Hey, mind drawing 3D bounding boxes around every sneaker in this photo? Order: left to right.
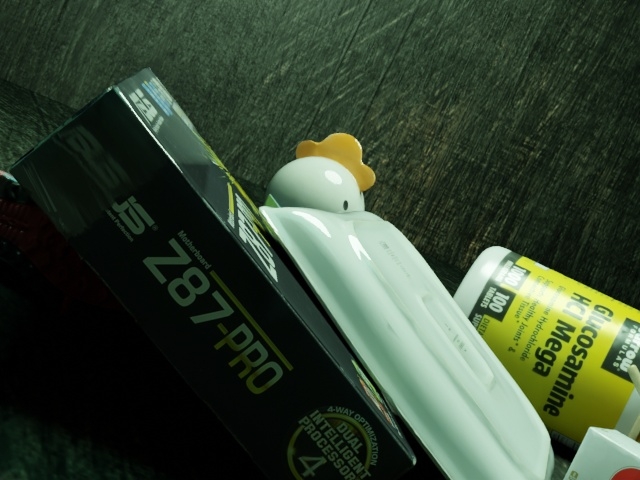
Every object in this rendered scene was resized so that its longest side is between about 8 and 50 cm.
[{"bbox_3d":[-0.241,-0.006,1.022,0.261,0.104,0.125,27,4,13],"label":"sneaker"}]

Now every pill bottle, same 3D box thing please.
[{"bbox_3d":[0.317,0.155,1.344,0.333,0.188,0.188,26,7,17],"label":"pill bottle"}]

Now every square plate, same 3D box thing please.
[{"bbox_3d":[0.103,0.100,0.981,0.344,0.049,0.347,54,11,7],"label":"square plate"}]

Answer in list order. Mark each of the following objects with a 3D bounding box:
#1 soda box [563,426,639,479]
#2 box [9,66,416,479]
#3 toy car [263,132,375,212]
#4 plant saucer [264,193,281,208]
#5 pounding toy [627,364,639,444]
[{"bbox_3d":[0.347,0.265,1.076,0.216,0.074,0.069,30,9,40],"label":"soda box"},{"bbox_3d":[-0.082,0.019,0.881,0.318,0.097,0.395,51,2,-11],"label":"box"},{"bbox_3d":[0.000,0.000,1.228,0.210,0.238,0.219,27,8,21],"label":"toy car"},{"bbox_3d":[0.003,0.036,1.030,0.192,0.018,0.067,55,-1,-44],"label":"plant saucer"},{"bbox_3d":[0.371,0.227,1.168,0.100,0.141,0.130,18,9,-39],"label":"pounding toy"}]
